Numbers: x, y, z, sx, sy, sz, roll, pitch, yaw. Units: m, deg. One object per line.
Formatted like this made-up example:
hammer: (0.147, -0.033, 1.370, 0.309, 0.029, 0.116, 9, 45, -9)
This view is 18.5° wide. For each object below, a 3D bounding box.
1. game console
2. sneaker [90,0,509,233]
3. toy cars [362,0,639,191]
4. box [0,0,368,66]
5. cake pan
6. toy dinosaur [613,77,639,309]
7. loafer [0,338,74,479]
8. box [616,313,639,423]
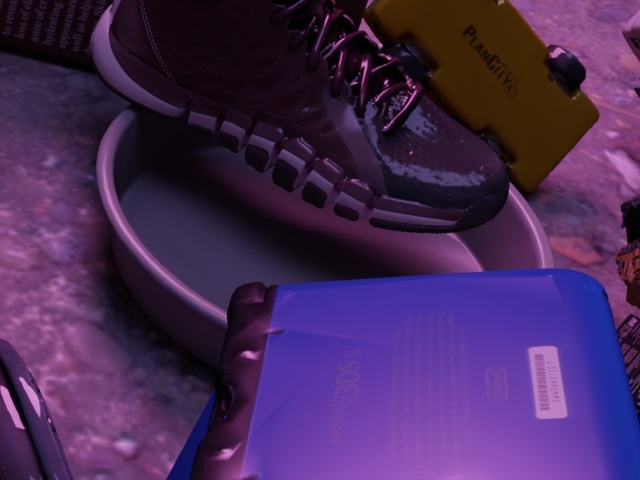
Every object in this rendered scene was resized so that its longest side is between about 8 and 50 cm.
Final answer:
game console: (0.005, 0.141, 0.810, 0.250, 0.173, 0.293, -3, 20, 4)
sneaker: (0.000, -0.121, 1.189, 0.281, 0.162, 0.106, 23, 35, 6)
toy cars: (0.195, -0.127, 1.403, 0.393, 0.176, 0.087, 0, 14, -25)
box: (-0.150, -0.229, 1.338, 0.381, 0.191, 0.143, 13, 35, -11)
cake pan: (0.000, 0.000, 1.217, 0.293, 0.054, 0.293, 13, 35, -9)
toy dinosaur: (0.303, -0.013, 1.315, 0.322, 0.164, 0.218, 14, 68, -61)
loafer: (-0.193, 0.089, 0.985, 0.095, 0.109, 0.302, -18, 40, -16)
box: (0.204, 0.085, 1.230, 0.067, 0.018, 0.083, 31, 36, 15)
